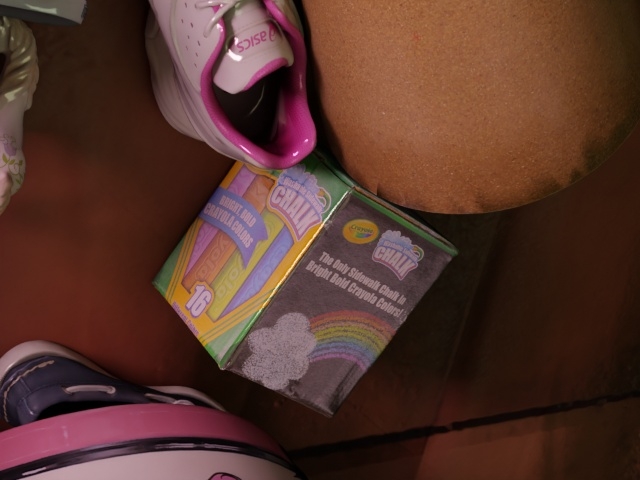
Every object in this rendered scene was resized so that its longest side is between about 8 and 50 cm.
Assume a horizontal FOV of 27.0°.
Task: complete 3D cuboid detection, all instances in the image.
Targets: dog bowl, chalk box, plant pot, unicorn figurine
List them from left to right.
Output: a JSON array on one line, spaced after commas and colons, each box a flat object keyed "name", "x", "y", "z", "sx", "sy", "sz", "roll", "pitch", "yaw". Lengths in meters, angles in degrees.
[{"name": "unicorn figurine", "x": -0.212, "y": -0.071, "z": 0.845, "sx": 0.060, "sy": 0.162, "sz": 0.111, "roll": 11, "pitch": 140, "yaw": -44}, {"name": "dog bowl", "x": -0.168, "y": 0.271, "z": 0.989, "sx": 0.408, "sy": 0.150, "sz": 0.408, "roll": -14, "pitch": 145, "yaw": -10}, {"name": "chalk box", "x": 0.000, "y": 0.000, "z": 1.012, "sx": 0.132, "sy": 0.132, "sz": 0.213, "roll": 30, "pitch": 99, "yaw": -42}, {"name": "plant pot", "x": 0.082, "y": -0.185, "z": 0.843, "sx": 0.237, "sy": 0.237, "sz": 0.254, "roll": -36, "pitch": 142, "yaw": -9}]

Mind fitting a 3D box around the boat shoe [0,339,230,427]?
[{"name": "boat shoe", "x": -0.143, "y": 0.153, "z": 1.050, "sx": 0.095, "sy": 0.079, "sz": 0.254, "roll": -50, "pitch": 134, "yaw": 4}]

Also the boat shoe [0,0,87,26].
[{"name": "boat shoe", "x": -0.225, "y": -0.184, "z": 0.788, "sx": 0.183, "sy": 0.065, "sz": 0.083, "roll": 8, "pitch": 88, "yaw": -25}]

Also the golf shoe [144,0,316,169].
[{"name": "golf shoe", "x": -0.065, "y": -0.177, "z": 0.843, "sx": 0.115, "sy": 0.140, "sz": 0.306, "roll": -28, "pitch": 130, "yaw": -14}]
